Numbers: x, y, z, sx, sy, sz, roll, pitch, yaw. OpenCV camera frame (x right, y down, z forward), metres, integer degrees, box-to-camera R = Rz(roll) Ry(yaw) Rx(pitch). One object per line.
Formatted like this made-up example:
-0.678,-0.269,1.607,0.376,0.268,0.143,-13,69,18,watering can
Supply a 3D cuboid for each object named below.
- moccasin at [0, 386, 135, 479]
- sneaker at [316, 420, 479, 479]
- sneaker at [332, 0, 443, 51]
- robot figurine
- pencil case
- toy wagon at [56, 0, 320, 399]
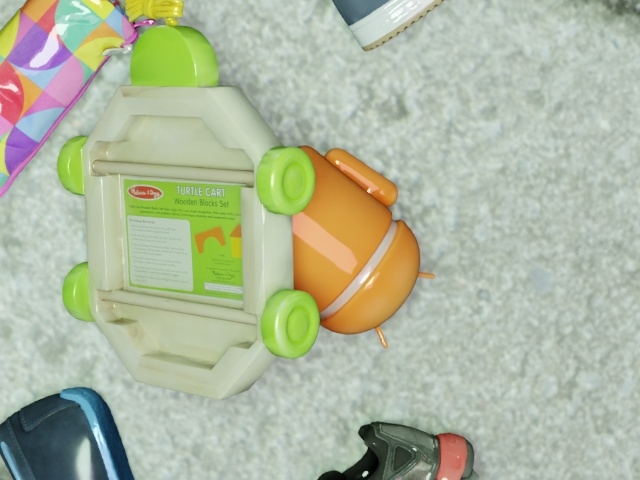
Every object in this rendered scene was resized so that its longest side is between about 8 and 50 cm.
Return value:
-0.210,0.310,1.211,0.117,0.138,0.342,-18,83,-1,moccasin
0.037,0.294,1.240,0.135,0.097,0.276,25,90,-9,sneaker
0.111,-0.316,1.191,0.282,0.099,0.153,-37,100,1,sneaker
-0.001,0.002,1.193,0.219,0.158,0.128,38,117,-9,robot figurine
-0.261,-0.140,1.163,0.104,0.104,0.236,42,91,-9,pencil case
-0.117,-0.040,1.122,0.068,0.267,0.344,-11,104,-50,toy wagon
